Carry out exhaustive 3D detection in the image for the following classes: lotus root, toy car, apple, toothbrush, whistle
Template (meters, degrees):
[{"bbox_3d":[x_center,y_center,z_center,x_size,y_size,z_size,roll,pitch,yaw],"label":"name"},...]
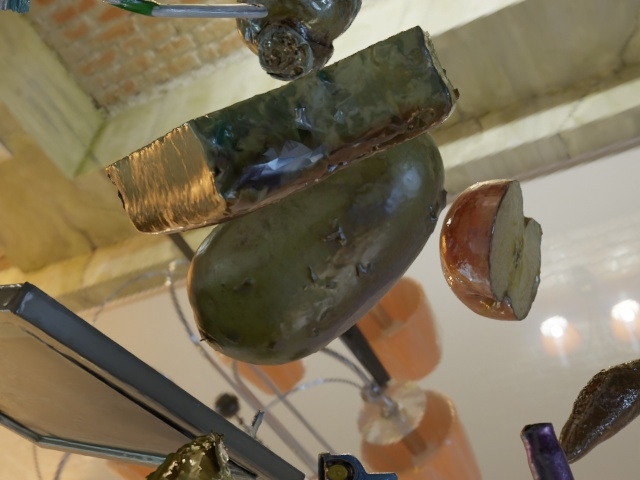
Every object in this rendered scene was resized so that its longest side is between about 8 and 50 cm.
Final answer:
[{"bbox_3d":[-0.025,-0.360,1.292,0.175,0.175,0.349,-20,-146,22],"label":"lotus root"},{"bbox_3d":[0.064,0.367,1.244,0.100,0.097,0.191,-13,-141,-17],"label":"toy car"},{"bbox_3d":[0.313,0.023,1.807,0.163,0.293,0.251,3,-121,33],"label":"apple"},{"bbox_3d":[-0.171,-0.225,0.875,0.304,0.030,0.030,-9,-167,-40],"label":"toothbrush"},{"bbox_3d":[0.196,0.226,0.718,0.033,0.033,0.176,-23,-113,18],"label":"whistle"}]

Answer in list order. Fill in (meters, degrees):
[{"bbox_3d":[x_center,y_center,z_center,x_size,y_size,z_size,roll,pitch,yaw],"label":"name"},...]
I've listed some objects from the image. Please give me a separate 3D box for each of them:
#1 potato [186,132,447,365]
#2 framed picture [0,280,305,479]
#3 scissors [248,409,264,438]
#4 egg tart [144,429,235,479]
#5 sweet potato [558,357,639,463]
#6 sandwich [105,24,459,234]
[{"bbox_3d":[0.000,0.000,0.946,0.307,0.210,0.173,-44,-107,11],"label":"potato"},{"bbox_3d":[-0.269,0.141,0.883,0.446,0.326,0.028,-5,-128,44],"label":"framed picture"},{"bbox_3d":[-0.130,0.347,1.461,0.029,0.360,0.191,21,-128,1],"label":"scissors"},{"bbox_3d":[-0.128,0.292,0.632,0.345,0.132,0.345,-57,-174,9],"label":"egg tart"},{"bbox_3d":[0.510,0.265,1.570,0.341,0.114,0.092,-20,-178,-31],"label":"sweet potato"},{"bbox_3d":[0.020,-0.073,0.521,0.245,0.063,0.212,-28,-170,-23],"label":"sandwich"}]
